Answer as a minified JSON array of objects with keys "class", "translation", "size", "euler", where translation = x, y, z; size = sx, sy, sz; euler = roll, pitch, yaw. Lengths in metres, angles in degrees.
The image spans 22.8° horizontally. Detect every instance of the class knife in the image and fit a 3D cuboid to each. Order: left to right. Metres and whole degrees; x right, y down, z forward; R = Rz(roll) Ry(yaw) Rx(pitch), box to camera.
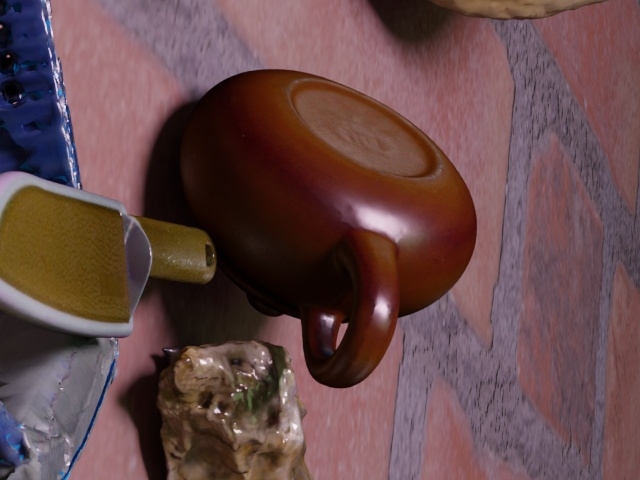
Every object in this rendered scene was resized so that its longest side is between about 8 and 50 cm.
[{"class":"knife","translation":[-0.087,0.011,0.680],"size":[0.343,0.027,0.061],"euler":[23,61,-80]}]

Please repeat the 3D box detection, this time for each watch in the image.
[{"class":"watch","translation":[-0.152,-0.052,0.658],"size":[0.276,0.068,0.275],"euler":[-80,156,-55]}]

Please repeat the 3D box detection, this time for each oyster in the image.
[{"class":"oyster","translation":[-0.034,0.127,0.899],"size":[0.133,0.072,0.209],"euler":[-49,132,-54]}]

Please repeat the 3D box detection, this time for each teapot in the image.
[{"class":"teapot","translation":[0.000,0.000,0.890],"size":[0.252,0.178,0.135],"euler":[-104,-145,-55]}]

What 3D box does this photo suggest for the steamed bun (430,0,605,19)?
[{"class":"steamed bun","translation":[0.154,-0.328,1.135],"size":[0.325,0.230,0.372],"euler":[-54,129,-24]}]
